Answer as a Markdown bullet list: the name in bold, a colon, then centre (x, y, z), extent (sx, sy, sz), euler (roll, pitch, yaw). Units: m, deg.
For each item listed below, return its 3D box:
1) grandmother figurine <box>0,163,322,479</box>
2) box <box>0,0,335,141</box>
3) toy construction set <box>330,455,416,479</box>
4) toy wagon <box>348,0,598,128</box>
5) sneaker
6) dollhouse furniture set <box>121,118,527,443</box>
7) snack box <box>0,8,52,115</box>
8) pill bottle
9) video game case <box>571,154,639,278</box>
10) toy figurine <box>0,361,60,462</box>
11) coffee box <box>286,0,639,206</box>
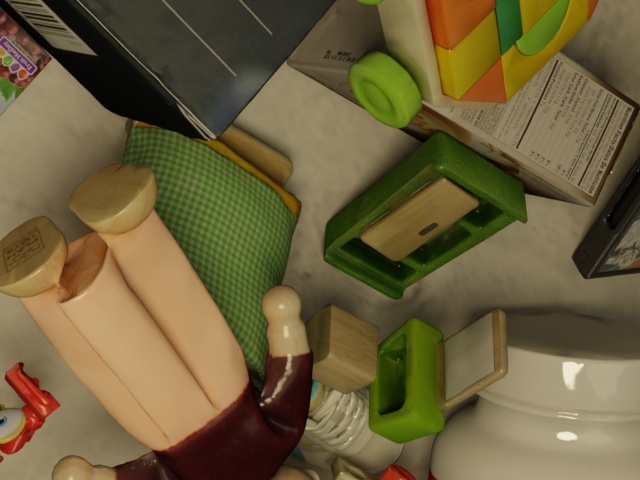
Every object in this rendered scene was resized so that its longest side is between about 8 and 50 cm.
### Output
- **grandmother figurine**: centre (-0.087, 0.118, 0.976), extent (0.208, 0.104, 0.342), euler (-32, 120, 4)
- **box**: centre (-0.083, -0.316, 0.972), extent (0.293, 0.212, 0.395), euler (44, 78, -28)
- **toy construction set**: centre (-0.050, 0.302, 1.139), extent (0.215, 0.151, 0.327), euler (34, 85, 6)
- **toy wagon**: centre (0.113, -0.238, 0.940), extent (0.267, 0.068, 0.344), euler (-45, 147, -20)
- **sneaker**: centre (-0.009, 0.135, 1.180), extent (0.229, 0.092, 0.087), euler (36, 82, -31)
- **dollhouse furniture set**: centre (0.000, 0.000, 1.073), extent (0.301, 0.151, 0.197), euler (29, 45, -28)
- **snack box**: centre (-0.276, -0.141, 1.006), extent (0.100, 0.037, 0.141), euler (-50, 119, -9)
- **pill bottle**: centre (0.202, 0.278, 1.246), extent (0.229, 0.229, 0.407), euler (-2, 102, -28)
- **video game case**: centre (0.396, -0.065, 1.303), extent (0.275, 0.035, 0.248), euler (-7, 143, -27)
- **toy figurine**: centre (-0.389, 0.155, 0.983), extent (0.362, 0.191, 0.217), euler (-40, 88, -17)
- **coffee box**: centre (0.118, -0.127, 1.163), extent (0.246, 0.141, 0.098), euler (27, 86, -31)
